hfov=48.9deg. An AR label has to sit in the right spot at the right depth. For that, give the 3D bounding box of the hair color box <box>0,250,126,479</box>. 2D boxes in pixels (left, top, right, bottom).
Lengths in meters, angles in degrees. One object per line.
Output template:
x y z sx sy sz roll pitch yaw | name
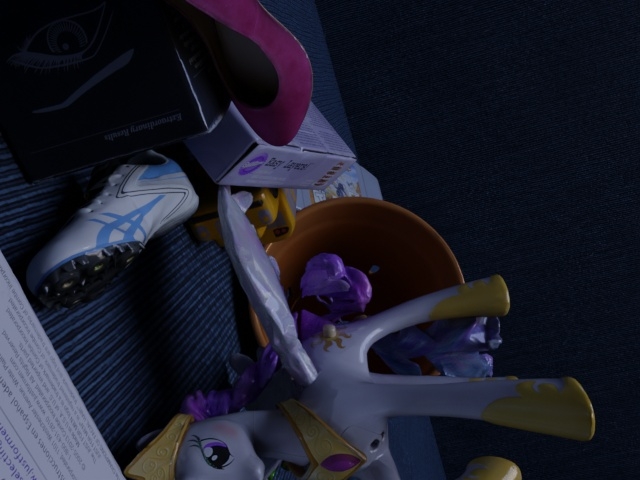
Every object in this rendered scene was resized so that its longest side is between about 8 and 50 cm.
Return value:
-0.182 0.150 0.208 0.339 0.110 0.185 -86 160 -64 | hair color box

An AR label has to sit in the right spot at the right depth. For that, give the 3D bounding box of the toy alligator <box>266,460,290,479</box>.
-0.062 0.260 0.832 0.190 0.056 0.051 -57 172 -76 | toy alligator

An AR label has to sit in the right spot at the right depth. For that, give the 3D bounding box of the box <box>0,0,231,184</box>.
-0.176 -0.168 0.525 0.108 0.153 0.207 -83 157 -63 | box

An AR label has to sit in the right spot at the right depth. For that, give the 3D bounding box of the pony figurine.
0.005 0.120 0.647 0.351 0.363 0.303 -102 -173 -65 | pony figurine

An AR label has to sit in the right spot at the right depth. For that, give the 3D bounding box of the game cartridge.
0.009 -0.087 1.246 0.297 0.062 0.198 22 49 -39 | game cartridge

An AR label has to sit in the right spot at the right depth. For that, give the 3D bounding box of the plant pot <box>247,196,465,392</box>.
0.045 0.109 1.015 0.203 0.290 0.291 98 -16 -68 | plant pot

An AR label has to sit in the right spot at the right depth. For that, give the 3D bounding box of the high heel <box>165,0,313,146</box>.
-0.069 -0.131 0.489 0.117 0.082 0.244 -58 160 -30 | high heel

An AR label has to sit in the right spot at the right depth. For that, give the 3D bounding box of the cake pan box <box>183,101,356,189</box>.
-0.097 -0.166 0.771 0.246 0.070 0.267 50 20 13 | cake pan box

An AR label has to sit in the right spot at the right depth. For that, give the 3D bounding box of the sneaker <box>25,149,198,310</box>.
-0.173 -0.017 0.573 0.086 0.085 0.237 47 20 -8 | sneaker

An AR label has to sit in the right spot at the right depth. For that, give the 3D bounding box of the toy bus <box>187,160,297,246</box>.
-0.096 -0.100 0.961 0.333 0.108 0.130 -90 164 -53 | toy bus
